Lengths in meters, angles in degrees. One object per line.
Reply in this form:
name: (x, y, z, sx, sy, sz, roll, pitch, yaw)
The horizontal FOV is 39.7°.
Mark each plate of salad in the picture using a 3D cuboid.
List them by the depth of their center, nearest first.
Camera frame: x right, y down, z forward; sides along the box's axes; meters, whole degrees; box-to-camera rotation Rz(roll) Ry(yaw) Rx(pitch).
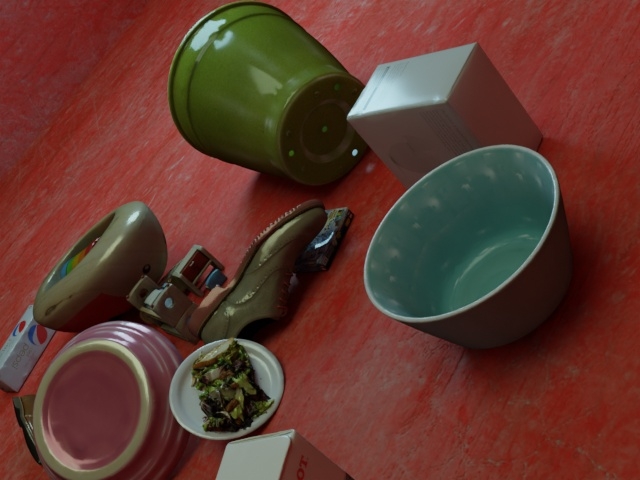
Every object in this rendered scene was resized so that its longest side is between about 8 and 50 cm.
plate of salad: (-0.161, 0.245, 1.509, 0.200, 0.048, 0.200, -4, 49, 4)

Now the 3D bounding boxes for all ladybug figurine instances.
ladybug figurine: (-0.490, 0.080, 2.004, 0.449, 0.162, 0.305, -28, 28, 44)

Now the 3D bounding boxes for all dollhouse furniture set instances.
dollhouse furniture set: (-0.276, 0.092, 1.814, 0.129, 0.129, 0.183, 10, 60, 53)

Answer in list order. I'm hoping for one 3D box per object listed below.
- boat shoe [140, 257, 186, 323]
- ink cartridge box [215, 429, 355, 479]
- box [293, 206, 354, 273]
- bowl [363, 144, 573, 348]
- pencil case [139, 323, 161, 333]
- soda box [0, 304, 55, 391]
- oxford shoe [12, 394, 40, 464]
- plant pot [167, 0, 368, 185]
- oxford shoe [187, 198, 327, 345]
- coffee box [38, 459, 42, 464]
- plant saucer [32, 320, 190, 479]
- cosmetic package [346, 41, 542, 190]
boat shoe: (-0.327, 0.109, 1.930, 0.170, 0.063, 0.059, -49, 8, -7)
ink cartridge box: (-0.013, 0.378, 1.035, 0.115, 0.273, 0.198, -19, 39, 36)
box: (0.000, 0.000, 1.702, 0.094, 0.027, 0.137, -6, 48, 45)
bowl: (0.233, 0.032, 1.266, 0.311, 0.163, 0.311, -30, 33, 22)
pencil case: (-0.345, 0.259, 1.728, 0.104, 0.104, 0.236, -41, 32, 6)
soda box: (-0.734, 0.265, 2.192, 0.069, 0.074, 0.216, -10, 45, 44)
oxford shoe: (-0.604, 0.395, 1.901, 0.076, 0.076, 0.212, -12, 34, -24)
plant pot: (-0.080, -0.282, 1.869, 0.366, 0.366, 0.353, -47, 43, -5)
oxford shoe: (-0.088, 0.080, 1.637, 0.130, 0.123, 0.348, 44, 100, 24)
coffee box: (-0.478, 0.394, 1.776, 0.184, 0.040, 0.113, -20, 39, 35)
plant saucer: (-0.387, 0.304, 1.583, 0.332, 0.084, 0.332, -6, 73, 20)
cosmetic package: (0.211, -0.192, 1.496, 0.225, 0.224, 0.138, 0, 53, 49)
